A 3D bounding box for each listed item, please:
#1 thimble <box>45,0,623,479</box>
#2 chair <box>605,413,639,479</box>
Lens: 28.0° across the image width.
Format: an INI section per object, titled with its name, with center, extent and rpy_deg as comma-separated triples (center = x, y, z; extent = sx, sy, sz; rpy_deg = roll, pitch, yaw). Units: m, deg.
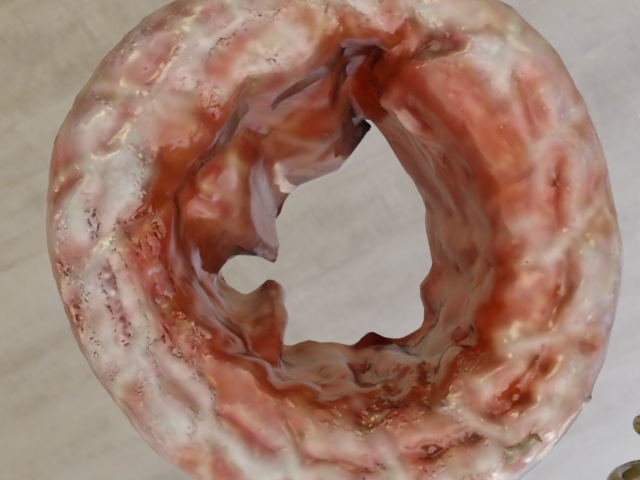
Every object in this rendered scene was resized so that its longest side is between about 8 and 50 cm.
[thimble]
center = 0.000, 0.000, 0.558
extent = 0.239, 0.239, 0.162
rpy_deg = -9, 176, -4
[chair]
center = 0.300, 0.145, 0.968
extent = 0.159, 0.172, 0.246
rpy_deg = 4, 98, -57
